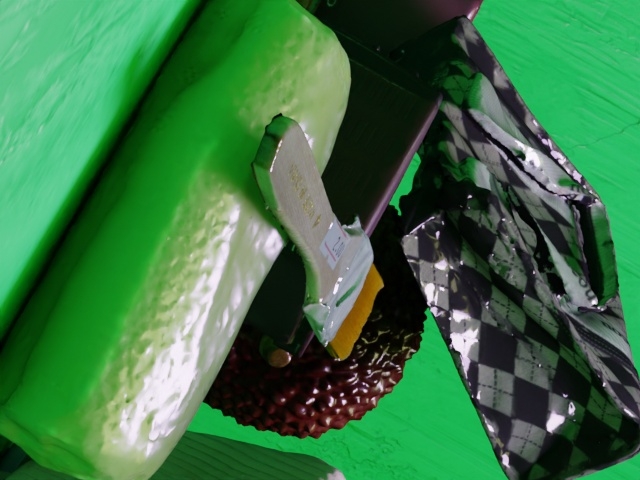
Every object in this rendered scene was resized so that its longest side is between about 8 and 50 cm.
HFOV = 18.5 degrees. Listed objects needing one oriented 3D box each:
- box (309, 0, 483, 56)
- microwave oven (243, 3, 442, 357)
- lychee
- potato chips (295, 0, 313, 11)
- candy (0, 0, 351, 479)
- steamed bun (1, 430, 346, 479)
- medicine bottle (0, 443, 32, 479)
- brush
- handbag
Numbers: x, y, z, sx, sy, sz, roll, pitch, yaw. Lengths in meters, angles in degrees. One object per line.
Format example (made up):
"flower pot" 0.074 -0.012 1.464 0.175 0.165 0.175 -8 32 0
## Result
"box" 0.071 -0.239 2.122 0.193 0.167 0.294 -62 179 12
"microwave oven" -0.031 -0.053 1.571 0.188 0.178 0.247 -62 180 -23
"lychee" -0.029 0.050 1.907 0.276 0.275 0.304 -61 -174 17
"potato chips" 0.004 -0.259 1.935 0.204 0.037 0.026 -66 -169 -19
"candy" -0.099 -0.006 1.284 0.142 0.132 0.344 40 74 -46
"steamed bun" -0.133 0.293 1.529 0.383 0.247 0.236 -14 109 -66
"medicine bottle" -0.272 0.244 1.594 0.208 0.053 0.090 -58 176 -42
"brush" 0.000 0.000 1.319 0.085 0.020 0.336 -62 161 -13
"handbag" 0.166 -0.010 1.849 0.180 0.317 0.416 -26 -152 15
